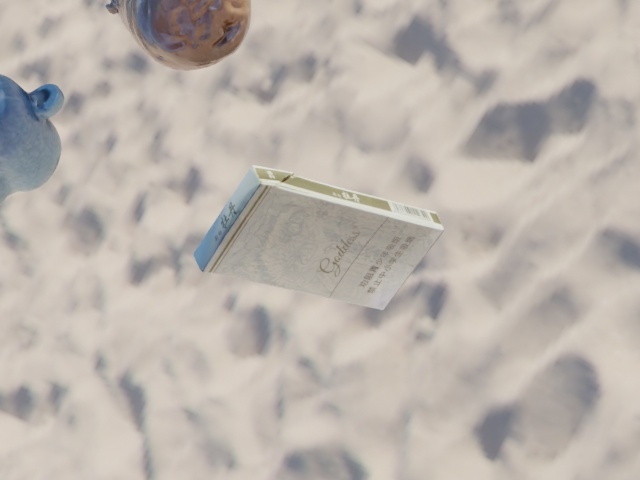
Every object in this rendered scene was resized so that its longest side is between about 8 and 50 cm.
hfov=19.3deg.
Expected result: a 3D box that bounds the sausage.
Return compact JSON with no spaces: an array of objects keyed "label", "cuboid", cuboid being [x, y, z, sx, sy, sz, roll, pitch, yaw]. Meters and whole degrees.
[{"label":"sausage","cuboid":[-0.119,-0.197,1.517,0.419,0.094,0.094,-123,55,-76]}]

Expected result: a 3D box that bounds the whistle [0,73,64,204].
[{"label":"whistle","cuboid":[-0.277,-0.022,1.212,0.269,0.093,0.180,-34,50,9]}]

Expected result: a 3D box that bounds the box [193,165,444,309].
[{"label":"box","cuboid":[0.000,0.000,1.640,0.109,0.198,0.029,-55,38,30]}]
